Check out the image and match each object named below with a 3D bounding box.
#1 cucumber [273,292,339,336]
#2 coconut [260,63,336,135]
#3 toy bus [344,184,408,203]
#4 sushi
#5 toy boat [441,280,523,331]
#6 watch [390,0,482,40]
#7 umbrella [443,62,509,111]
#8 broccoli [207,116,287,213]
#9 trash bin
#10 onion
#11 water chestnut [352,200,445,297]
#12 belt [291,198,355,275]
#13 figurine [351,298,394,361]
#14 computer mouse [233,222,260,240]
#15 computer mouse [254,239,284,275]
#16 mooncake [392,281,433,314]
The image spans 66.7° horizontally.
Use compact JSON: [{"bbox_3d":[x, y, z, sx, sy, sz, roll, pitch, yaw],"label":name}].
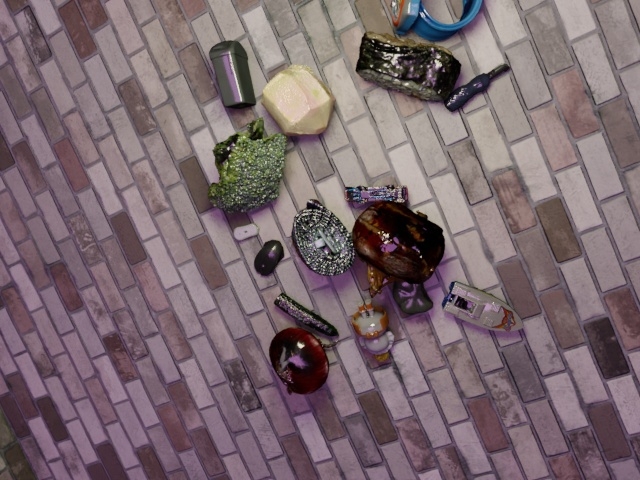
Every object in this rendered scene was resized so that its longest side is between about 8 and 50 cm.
[{"bbox_3d":[-0.053,0.310,1.959,0.294,0.067,0.067,32,104,5],"label":"cucumber"},{"bbox_3d":[-0.067,-0.489,1.747,0.233,0.233,0.245,-44,87,15],"label":"coconut"},{"bbox_3d":[0.207,-0.173,1.807,0.235,0.096,0.073,2,98,12],"label":"toy bus"},{"bbox_3d":[0.299,-0.599,1.667,0.351,0.211,0.170,17,98,3],"label":"sushi"},{"bbox_3d":[0.608,0.258,1.795,0.296,0.088,0.129,23,103,8],"label":"toy boat"},{"bbox_3d":[0.385,-0.838,1.617,0.275,0.241,0.304,5,98,-6],"label":"watch"},{"bbox_3d":[0.541,-0.543,1.698,0.248,0.071,0.070,-38,90,11],"label":"umbrella"},{"bbox_3d":[-0.267,-0.274,1.805,0.278,0.338,0.317,3,77,-17],"label":"broccoli"},{"bbox_3d":[-0.324,-0.617,1.809,0.101,0.176,0.236,-10,100,12],"label":"trash bin"},{"bbox_3d":[-0.065,0.460,1.932,0.273,0.285,0.272,28,132,37],"label":"onion"},{"bbox_3d":[0.251,0.040,1.713,0.335,0.335,0.346,30,99,6],"label":"water chestnut"},{"bbox_3d":[0.000,0.000,1.846,0.207,0.160,0.295,-39,90,-4],"label":"belt"},{"bbox_3d":[0.205,0.353,1.870,0.144,0.143,0.271,-14,96,14],"label":"figurine"},{"bbox_3d":[-0.297,-0.037,1.971,0.110,0.032,0.055,-17,96,4],"label":"computer mouse"},{"bbox_3d":[-0.211,0.073,1.956,0.099,0.057,0.172,34,108,3],"label":"computer mouse"},{"bbox_3d":[0.355,0.195,1.835,0.175,0.104,0.168,41,99,0],"label":"mooncake"}]
